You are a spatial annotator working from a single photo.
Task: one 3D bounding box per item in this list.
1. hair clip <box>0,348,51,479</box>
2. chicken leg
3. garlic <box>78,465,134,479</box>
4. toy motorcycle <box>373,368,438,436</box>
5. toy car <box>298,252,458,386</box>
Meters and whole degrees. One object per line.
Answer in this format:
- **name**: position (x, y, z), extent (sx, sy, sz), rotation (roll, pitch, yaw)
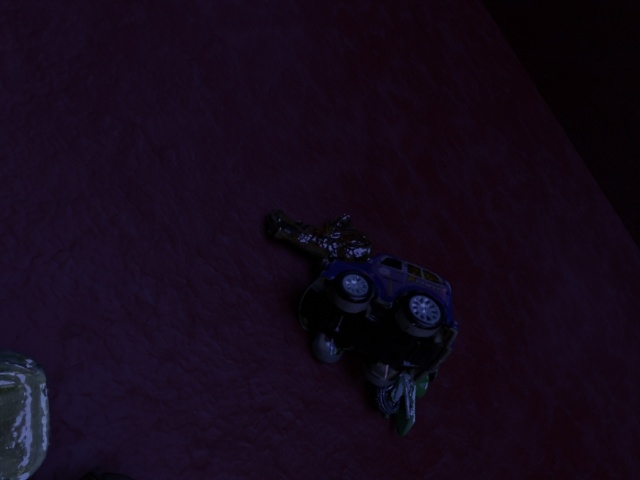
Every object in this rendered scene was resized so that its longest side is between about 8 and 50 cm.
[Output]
- **hair clip**: position (-0.405, 0.179, 0.383), extent (0.321, 0.091, 0.138), rotation (-1, 70, -29)
- **chicken leg**: position (0.002, 0.007, 0.813), extent (0.196, 0.080, 0.125), rotation (-1, 61, -32)
- **garlic**: position (-0.223, 0.344, 0.418), extent (0.245, 0.160, 0.245), rotation (30, 33, -22)
- **toy motorcycle**: position (0.157, 0.241, 0.836), extent (0.106, 0.074, 0.190), rotation (56, 46, -17)
- **toy car**: position (0.091, 0.108, 0.748), extent (0.235, 0.172, 0.158), rotation (22, 42, 2)
